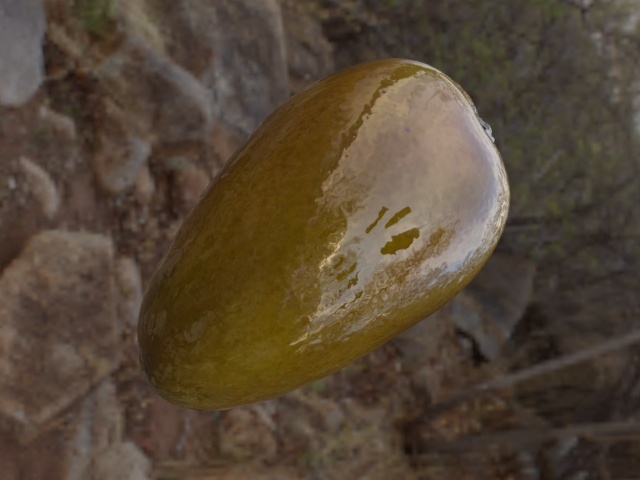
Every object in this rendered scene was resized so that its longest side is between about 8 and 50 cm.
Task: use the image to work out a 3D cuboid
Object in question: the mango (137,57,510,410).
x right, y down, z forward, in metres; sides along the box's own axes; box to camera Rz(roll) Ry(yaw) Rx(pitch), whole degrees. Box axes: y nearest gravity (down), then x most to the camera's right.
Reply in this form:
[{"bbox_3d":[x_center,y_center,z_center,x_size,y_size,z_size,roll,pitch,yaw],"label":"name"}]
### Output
[{"bbox_3d":[0.000,0.000,1.174,0.221,0.378,0.264,51,-12,-9],"label":"mango"}]
